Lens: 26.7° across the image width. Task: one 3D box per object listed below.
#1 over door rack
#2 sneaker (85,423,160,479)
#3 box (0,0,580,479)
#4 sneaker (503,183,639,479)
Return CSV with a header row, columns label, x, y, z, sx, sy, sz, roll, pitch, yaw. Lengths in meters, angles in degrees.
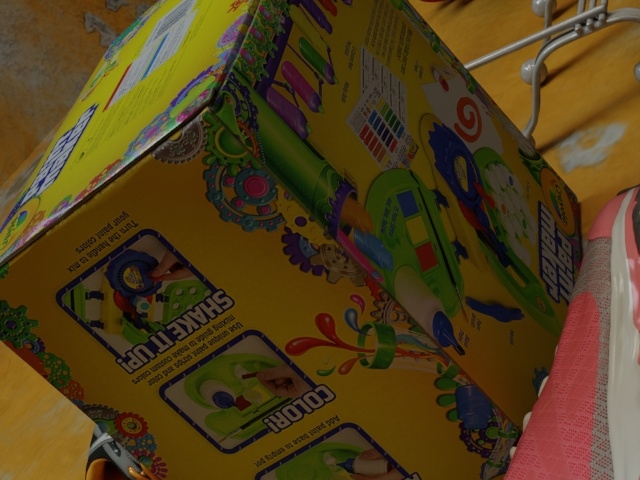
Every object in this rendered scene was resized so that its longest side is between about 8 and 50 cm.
label,x,y,z,sx,sy,sz,roll,pitch,yaw
over door rack,0.113,-0.159,1.063,0.324,0.108,0.239,-11,33,22
sneaker,-0.105,0.146,0.990,0.215,0.084,0.083,-23,42,54
box,0.000,0.000,0.758,0.177,0.279,0.290,-34,22,26
sneaker,0.123,0.087,0.588,0.136,0.116,0.314,-34,22,30
